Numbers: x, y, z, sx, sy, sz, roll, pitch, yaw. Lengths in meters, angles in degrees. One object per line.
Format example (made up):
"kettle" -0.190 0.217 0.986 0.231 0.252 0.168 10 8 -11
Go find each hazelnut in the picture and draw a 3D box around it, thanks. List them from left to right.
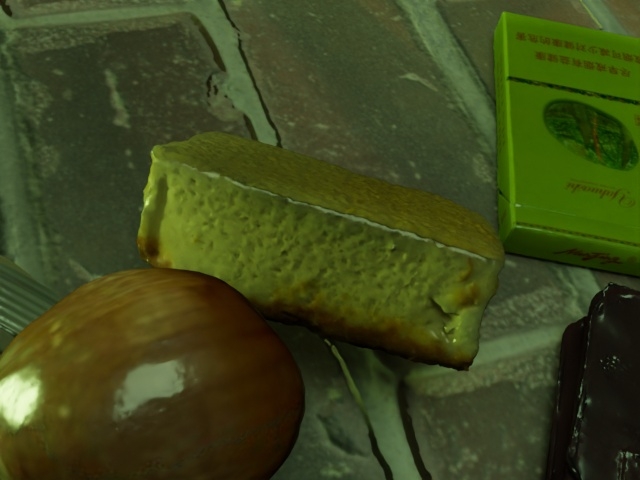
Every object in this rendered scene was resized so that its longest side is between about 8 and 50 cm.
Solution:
"hazelnut" -0.121 0.106 0.534 0.214 0.214 0.176 -7 79 -16

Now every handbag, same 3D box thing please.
"handbag" 0.295 0.161 0.665 0.203 0.074 0.216 18 54 3

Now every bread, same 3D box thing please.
"bread" 0.000 0.000 0.663 0.274 0.114 0.185 19 14 3

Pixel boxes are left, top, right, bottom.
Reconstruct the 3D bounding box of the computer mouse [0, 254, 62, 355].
"computer mouse" -0.316 0.056 0.614 0.236 0.082 0.145 22 52 6

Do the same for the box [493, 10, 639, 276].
"box" 0.285 -0.115 0.883 0.187 0.047 0.335 11 52 -4
